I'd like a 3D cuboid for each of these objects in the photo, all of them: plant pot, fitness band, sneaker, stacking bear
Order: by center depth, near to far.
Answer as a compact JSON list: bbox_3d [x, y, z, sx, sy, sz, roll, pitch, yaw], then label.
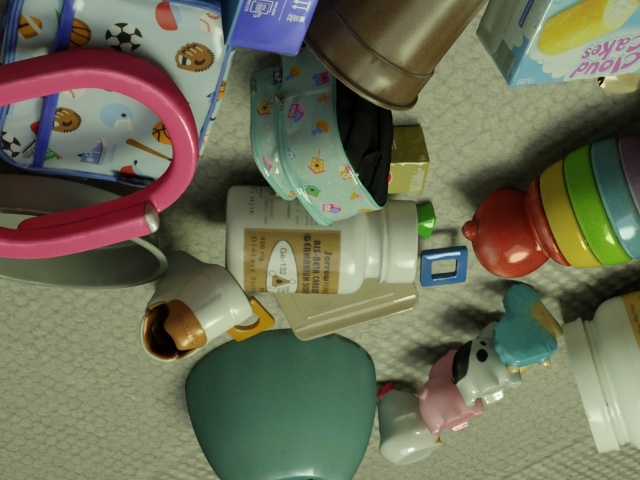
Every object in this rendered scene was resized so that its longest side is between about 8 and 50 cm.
[{"bbox_3d":[0.085,-0.244,1.311,0.167,0.167,0.165,23,126,-34],"label":"plant pot"},{"bbox_3d":[-0.266,-0.083,1.320,0.290,0.054,0.209,-13,126,6],"label":"fitness band"},{"bbox_3d":[-0.183,0.084,1.619,0.123,0.106,0.290,-36,-172,-15],"label":"sneaker"},{"bbox_3d":[0.321,-0.039,1.624,0.289,0.164,0.175,-21,141,23],"label":"stacking bear"},{"bbox_3d":[-0.048,0.292,1.939,0.290,0.195,0.290,-6,143,-4],"label":"plant pot"}]

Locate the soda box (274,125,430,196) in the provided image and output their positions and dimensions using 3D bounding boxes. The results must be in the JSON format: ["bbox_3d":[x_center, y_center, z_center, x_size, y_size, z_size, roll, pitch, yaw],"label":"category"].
[{"bbox_3d":[0.034,-0.094,1.564,0.181,0.061,0.058,-2,142,-9],"label":"soda box"}]

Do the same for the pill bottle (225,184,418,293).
[{"bbox_3d":[0.000,0.000,1.604,0.229,0.131,0.131,1,142,-2],"label":"pill bottle"}]

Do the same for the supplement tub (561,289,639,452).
[{"bbox_3d":[0.520,0.168,1.862,0.316,0.228,0.228,-16,142,10],"label":"supplement tub"}]

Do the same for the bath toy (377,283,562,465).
[{"bbox_3d":[0.201,0.205,1.935,0.151,0.129,0.348,-1,147,-42],"label":"bath toy"}]

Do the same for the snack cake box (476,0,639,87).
[{"bbox_3d":[0.310,-0.249,1.348,0.264,0.089,0.152,-9,144,-23],"label":"snack cake box"}]

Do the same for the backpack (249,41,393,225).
[{"bbox_3d":[0.004,-0.113,1.431,0.144,0.188,0.166,-19,142,13],"label":"backpack"}]

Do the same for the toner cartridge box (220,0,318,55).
[{"bbox_3d":[-0.015,-0.344,1.150,0.075,0.165,0.348,5,140,-17],"label":"toner cartridge box"}]

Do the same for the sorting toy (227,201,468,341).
[{"bbox_3d":[0.021,0.039,1.749,0.347,0.047,0.196,-17,135,6],"label":"sorting toy"}]

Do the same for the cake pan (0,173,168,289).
[{"bbox_3d":[-0.321,-0.008,1.539,0.293,0.054,0.293,4,162,1],"label":"cake pan"}]

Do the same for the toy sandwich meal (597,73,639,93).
[{"bbox_3d":[0.345,-0.205,1.508,0.085,0.029,0.085,-5,143,-4],"label":"toy sandwich meal"}]

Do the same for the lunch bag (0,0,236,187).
[{"bbox_3d":[-0.224,-0.179,1.368,0.243,0.115,0.303,8,139,-16],"label":"lunch bag"}]
